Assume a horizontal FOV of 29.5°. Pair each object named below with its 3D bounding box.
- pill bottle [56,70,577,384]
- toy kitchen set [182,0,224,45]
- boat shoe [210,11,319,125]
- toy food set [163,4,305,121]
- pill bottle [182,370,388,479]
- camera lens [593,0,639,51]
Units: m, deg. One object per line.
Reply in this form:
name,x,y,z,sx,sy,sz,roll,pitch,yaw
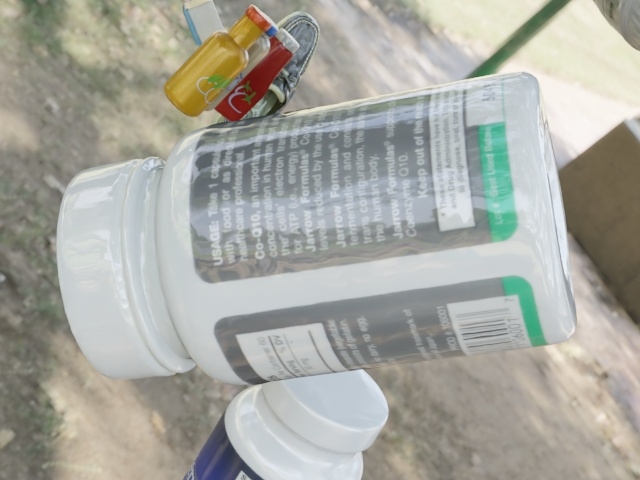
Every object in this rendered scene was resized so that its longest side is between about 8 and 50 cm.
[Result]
pill bottle,0.000,0.000,0.924,0.204,0.361,0.204,-8,90,-77
toy kitchen set,-0.247,-0.356,1.685,0.122,0.166,0.207,-112,-179,-74
boat shoe,-0.069,-0.213,1.687,0.080,0.223,0.073,35,6,-25
toy food set,-0.034,-0.124,1.095,0.232,0.104,0.111,36,16,-40
pill bottle,-0.050,0.240,1.219,0.153,0.265,0.153,26,23,-12
camera lens,0.374,-0.354,1.339,0.219,0.219,0.274,22,36,-52
